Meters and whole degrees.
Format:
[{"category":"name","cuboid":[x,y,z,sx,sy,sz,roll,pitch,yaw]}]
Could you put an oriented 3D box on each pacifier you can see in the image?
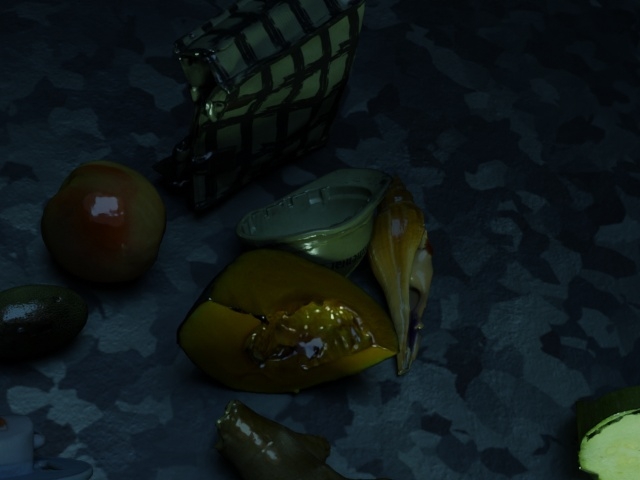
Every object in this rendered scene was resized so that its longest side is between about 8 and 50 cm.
[{"category":"pacifier","cuboid":[-0.432,0.330,1.484,0.299,0.244,0.233,3,83,-29]}]

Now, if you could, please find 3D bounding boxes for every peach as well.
[{"category":"peach","cuboid":[-0.310,-0.026,1.775,0.184,0.184,0.184,8,52,-10]}]

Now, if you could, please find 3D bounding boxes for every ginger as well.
[{"category":"ginger","cuboid":[0.024,0.342,1.597,0.236,0.166,0.375,-20,67,-17]}]

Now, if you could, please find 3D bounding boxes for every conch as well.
[{"category":"conch","cuboid":[0.116,0.049,1.891,0.093,0.109,0.330,-5,70,27]}]

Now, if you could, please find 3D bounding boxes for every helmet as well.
[{"category":"helmet","cuboid":[0.004,0.001,1.859,0.257,0.137,0.204,-28,25,-27]}]

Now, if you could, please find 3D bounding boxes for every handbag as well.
[{"category":"handbag","cuboid":[-0.096,-0.235,1.891,0.162,0.325,0.327,37,51,17]}]

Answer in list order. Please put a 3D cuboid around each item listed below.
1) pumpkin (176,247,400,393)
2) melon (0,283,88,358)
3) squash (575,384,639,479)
[{"category":"pumpkin","cuboid":[-0.062,0.120,1.746,0.312,0.169,0.148,19,43,-21]},{"category":"melon","cuboid":[-0.402,0.110,1.689,0.162,0.099,0.099,-12,58,-24]},{"category":"squash","cuboid":[0.474,0.262,1.745,0.220,0.220,0.133,13,55,-6]}]
